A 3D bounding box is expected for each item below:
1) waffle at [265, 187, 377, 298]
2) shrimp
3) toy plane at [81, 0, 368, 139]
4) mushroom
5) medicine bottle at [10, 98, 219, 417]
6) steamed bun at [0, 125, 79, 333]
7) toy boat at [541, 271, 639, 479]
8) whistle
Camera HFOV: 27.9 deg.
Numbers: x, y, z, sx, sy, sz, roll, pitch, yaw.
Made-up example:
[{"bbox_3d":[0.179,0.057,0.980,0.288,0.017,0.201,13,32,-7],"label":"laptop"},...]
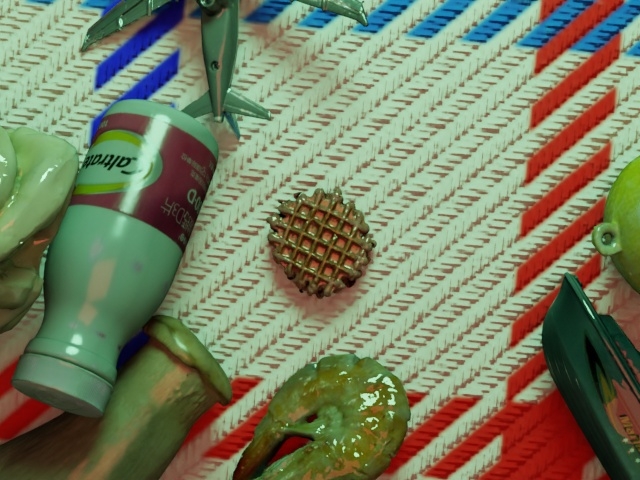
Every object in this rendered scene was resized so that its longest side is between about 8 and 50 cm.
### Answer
[{"bbox_3d":[0.000,0.000,0.969,0.075,0.029,0.083,-29,87,-1],"label":"waffle"},{"bbox_3d":[-0.017,0.160,0.964,0.190,0.042,0.101,-37,69,0],"label":"shrimp"},{"bbox_3d":[-0.074,-0.189,0.956,0.226,0.058,0.226,-2,90,16],"label":"toy plane"},{"bbox_3d":[-0.171,0.162,0.936,0.247,0.108,0.096,-39,126,2],"label":"mushroom"},{"bbox_3d":[-0.145,0.012,0.906,0.090,0.090,0.216,18,69,0],"label":"medicine bottle"},{"bbox_3d":[-0.312,0.001,0.842,0.268,0.280,0.207,13,87,-20],"label":"steamed bun"},{"bbox_3d":[0.237,0.131,0.934,0.103,0.093,0.246,-30,89,7],"label":"toy boat"},{"bbox_3d":[0.300,-0.018,0.931,0.223,0.123,0.123,-9,89,-14],"label":"whistle"}]
